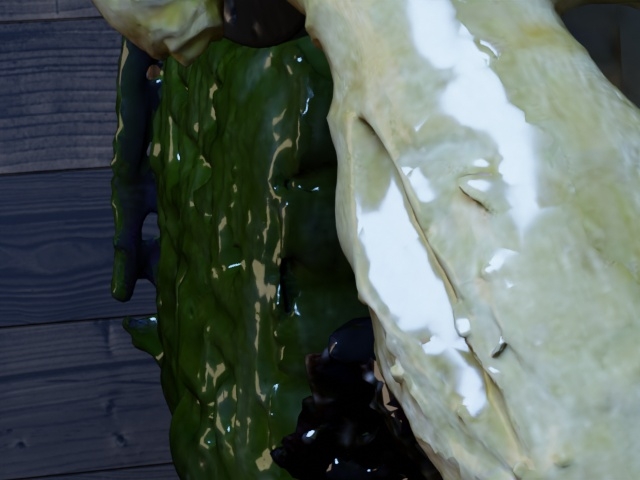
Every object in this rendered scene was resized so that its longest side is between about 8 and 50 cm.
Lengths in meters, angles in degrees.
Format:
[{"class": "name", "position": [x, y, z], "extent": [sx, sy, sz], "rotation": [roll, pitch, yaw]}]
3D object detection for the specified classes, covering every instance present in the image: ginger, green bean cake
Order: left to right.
[{"class": "green bean cake", "position": [0.000, 0.000, 0.998], "extent": [0.319, 0.218, 0.335], "rotation": [-138, 46, -69]}, {"class": "ginger", "position": [0.020, -0.141, 0.404], "extent": [0.363, 0.348, 0.122], "rotation": [-67, -15, 16]}]

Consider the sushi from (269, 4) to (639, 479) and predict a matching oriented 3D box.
[{"class": "sushi", "position": [0.102, 0.066, 0.545], "extent": [0.207, 0.234, 0.348], "rotation": [130, 139, -73]}]

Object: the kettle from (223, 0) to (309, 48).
[{"class": "kettle", "position": [0.069, -0.185, 0.575], "extent": [0.161, 0.236, 0.221], "rotation": [66, 153, 11]}]
